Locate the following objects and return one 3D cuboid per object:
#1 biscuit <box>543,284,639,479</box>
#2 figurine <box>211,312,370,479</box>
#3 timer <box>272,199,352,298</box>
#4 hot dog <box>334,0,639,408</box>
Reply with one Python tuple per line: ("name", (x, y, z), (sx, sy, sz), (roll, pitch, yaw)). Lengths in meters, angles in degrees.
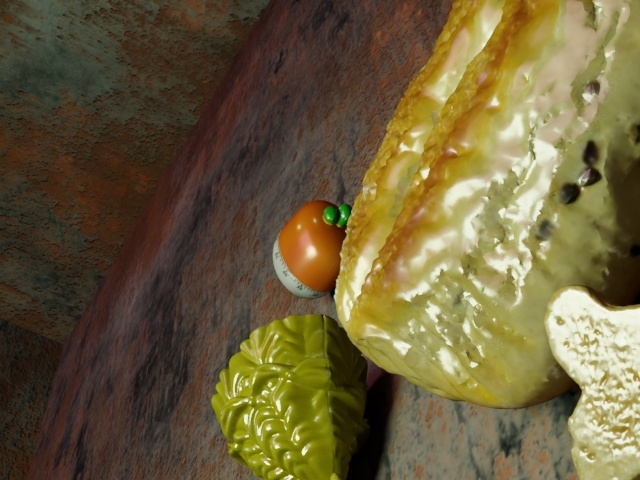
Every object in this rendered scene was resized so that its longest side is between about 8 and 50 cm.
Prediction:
("biscuit", (0.234, 0.082, 0.567), (0.234, 0.030, 0.153), (-17, 79, 47))
("figurine", (-0.002, 0.243, 0.954), (0.187, 0.168, 0.315), (-45, 33, 18))
("timer", (0.000, 0.000, 1.303), (0.136, 0.099, 0.136), (-41, 41, 49))
("hot dog", (0.156, -0.048, 0.816), (0.365, 0.196, 0.367), (-60, 13, 3))
